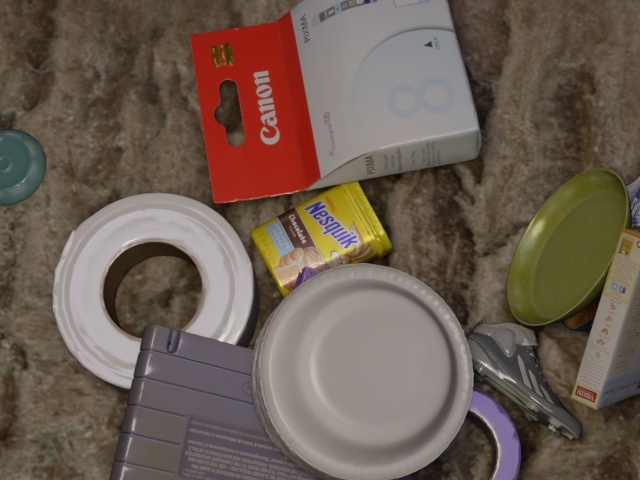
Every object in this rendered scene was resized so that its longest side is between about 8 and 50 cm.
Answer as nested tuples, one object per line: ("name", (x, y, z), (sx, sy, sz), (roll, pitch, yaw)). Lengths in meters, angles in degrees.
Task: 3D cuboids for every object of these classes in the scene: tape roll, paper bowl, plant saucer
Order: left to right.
("plant saucer", (-0.467, -0.112, 2.087), (0.119, 0.021, 0.119), (-1, 77, 3))
("tape roll", (-0.231, 0.078, 1.989), (0.286, 0.100, 0.286), (-1, 77, 3))
("paper bowl", (0.058, 0.171, 1.820), (0.284, 0.148, 0.284), (2, 77, -10))
("tape roll", (0.176, 0.294, 1.925), (0.189, 0.080, 0.189), (0, 76, 2))
("plant saucer", (0.347, 0.015, 1.927), (0.037, 0.241, 0.241), (30, 78, -22))

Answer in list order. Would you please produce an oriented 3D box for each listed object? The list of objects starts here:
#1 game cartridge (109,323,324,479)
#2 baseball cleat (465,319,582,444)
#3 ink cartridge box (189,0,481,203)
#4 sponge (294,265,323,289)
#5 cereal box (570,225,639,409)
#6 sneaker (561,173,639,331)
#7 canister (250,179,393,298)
("game cartridge", (-0.092, 0.264, 1.884), (0.355, 0.068, 0.230), (17, 80, -22))
("baseball cleat", (0.291, 0.185, 1.951), (0.206, 0.072, 0.109), (36, 74, 7))
("ink cartridge box", (0.012, -0.231, 2.024), (0.385, 0.091, 0.308), (-10, 62, -1))
("sponge", (0.057, 0.124, 1.953), (0.210, 0.031, 0.117), (20, 66, -14))
("cereal box", (0.418, 0.097, 1.871), (0.047, 0.173, 0.240), (24, 107, 32))
("sneaker", (0.420, -0.002, 1.987), (0.296, 0.112, 0.131), (-45, 62, -11))
("canister", (0.000, 0.000, 2.010), (0.170, 0.073, 0.126), (-28, 76, -3))
